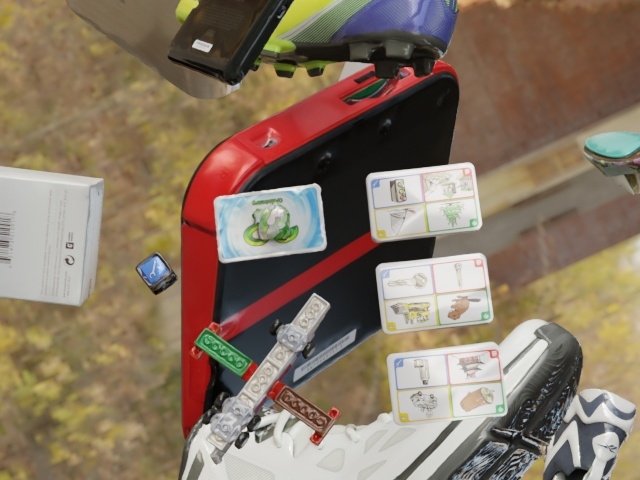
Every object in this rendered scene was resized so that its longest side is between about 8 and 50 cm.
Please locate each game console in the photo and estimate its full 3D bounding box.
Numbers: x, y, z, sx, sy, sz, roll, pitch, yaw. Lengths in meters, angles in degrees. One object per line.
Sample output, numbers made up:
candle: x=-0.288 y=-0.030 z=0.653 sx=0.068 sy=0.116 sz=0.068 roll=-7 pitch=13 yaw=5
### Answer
game console: x=-0.021 y=-0.128 z=0.900 sx=0.071 sy=0.107 sz=0.122 roll=33 pitch=-2 yaw=-26
game console: x=0.000 y=0.000 z=1.579 sx=0.060 sy=0.386 sz=0.342 roll=31 pitch=-48 yaw=29

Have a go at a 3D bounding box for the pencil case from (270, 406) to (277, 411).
pencil case: x=-0.073 y=0.260 z=1.911 sx=0.209 sy=0.098 sz=0.095 roll=48 pitch=13 yaw=-26

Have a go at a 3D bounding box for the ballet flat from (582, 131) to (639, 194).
ballet flat: x=0.425 y=-0.099 z=1.984 sx=0.221 sy=0.077 sz=0.079 roll=3 pitch=-59 yaw=59

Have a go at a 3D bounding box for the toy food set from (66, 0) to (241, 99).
toy food set: x=-0.222 y=-0.336 z=1.944 sx=0.306 sy=0.092 sz=0.220 roll=36 pitch=-28 yaw=22

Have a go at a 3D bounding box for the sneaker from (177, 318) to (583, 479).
sneaker: x=0.019 y=0.189 z=1.435 sx=0.257 sy=0.447 sz=0.169 roll=47 pitch=7 yaw=27

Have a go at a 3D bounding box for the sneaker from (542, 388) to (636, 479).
sneaker: x=0.319 y=0.288 z=2.027 sx=0.094 sy=0.153 sz=0.235 roll=30 pitch=-21 yaw=-20

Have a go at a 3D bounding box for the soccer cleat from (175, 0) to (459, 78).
soccer cleat: x=-0.003 y=-0.217 z=1.408 sx=0.093 sy=0.289 sz=0.121 roll=27 pitch=73 yaw=-56

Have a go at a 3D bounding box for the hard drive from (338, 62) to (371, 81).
hard drive: x=0.050 y=-0.153 z=1.909 sx=0.040 sy=0.308 sz=0.203 roll=16 pitch=20 yaw=-16

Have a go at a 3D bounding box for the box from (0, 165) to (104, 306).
box: x=-0.419 y=-0.009 z=2.237 sx=0.119 sy=0.182 sz=0.181 roll=-81 pitch=177 yaw=-81

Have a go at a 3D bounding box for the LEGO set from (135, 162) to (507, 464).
LEGO set: x=-0.003 y=0.052 z=1.069 sx=0.060 sy=0.244 sz=0.182 roll=74 pitch=9 yaw=-73
